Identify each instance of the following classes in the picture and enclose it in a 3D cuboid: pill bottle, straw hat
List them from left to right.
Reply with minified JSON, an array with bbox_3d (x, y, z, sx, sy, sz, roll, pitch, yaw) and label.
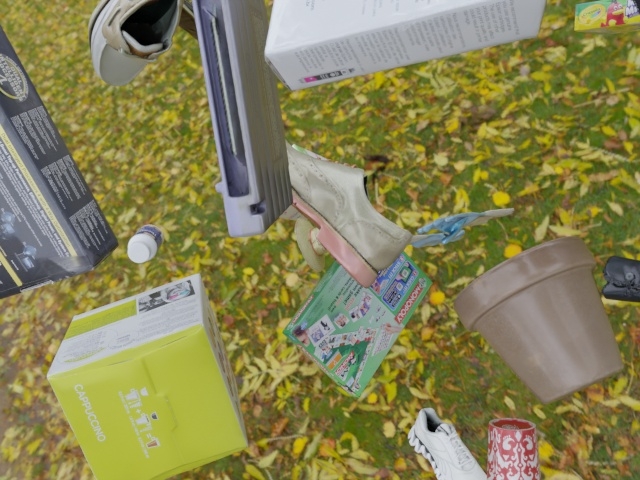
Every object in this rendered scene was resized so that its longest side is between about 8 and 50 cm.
[{"bbox_3d":[-0.415,0.010,1.367,0.067,0.067,0.120,-33,17,8],"label":"pill bottle"},{"bbox_3d":[0.000,0.000,1.439,0.061,0.144,0.144,-23,47,25],"label":"straw hat"}]

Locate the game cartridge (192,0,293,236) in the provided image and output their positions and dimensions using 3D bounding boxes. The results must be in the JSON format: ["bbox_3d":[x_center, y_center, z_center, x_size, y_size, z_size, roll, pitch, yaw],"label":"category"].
[{"bbox_3d":[-0.102,-0.200,0.769,0.068,0.355,0.230,-7,12,4],"label":"game cartridge"}]

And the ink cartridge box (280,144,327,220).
[{"bbox_3d":[-0.053,-0.169,1.860,0.207,0.353,0.119,-38,74,18],"label":"ink cartridge box"}]

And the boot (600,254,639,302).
[{"bbox_3d":[0.894,0.063,1.591,0.207,0.094,0.246,17,96,55],"label":"boot"}]

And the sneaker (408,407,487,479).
[{"bbox_3d":[0.346,0.568,1.545,0.292,0.110,0.118,38,127,48],"label":"sneaker"}]

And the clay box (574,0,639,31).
[{"bbox_3d":[0.577,-0.397,1.000,0.127,0.053,0.222,-13,16,-39],"label":"clay box"}]

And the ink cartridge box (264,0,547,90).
[{"bbox_3d":[0.119,-0.320,0.558,0.330,0.071,0.324,-4,65,24],"label":"ink cartridge box"}]

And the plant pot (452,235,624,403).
[{"bbox_3d":[0.401,0.156,1.027,0.263,0.263,0.229,-29,65,12],"label":"plant pot"}]

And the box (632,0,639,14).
[{"bbox_3d":[0.474,-0.399,0.606,0.343,0.179,0.313,-9,69,-15],"label":"box"}]

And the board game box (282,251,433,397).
[{"bbox_3d":[0.089,0.140,1.237,0.317,0.213,0.046,-52,21,-24],"label":"board game box"}]

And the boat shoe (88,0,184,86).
[{"bbox_3d":[-0.310,-0.352,0.964,0.302,0.113,0.103,-43,58,47],"label":"boat shoe"}]

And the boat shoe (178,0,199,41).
[{"bbox_3d":[-0.237,-0.417,1.074,0.056,0.152,0.049,9,79,24],"label":"boat shoe"}]

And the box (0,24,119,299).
[{"bbox_3d":[-0.512,-0.101,0.783,0.318,0.395,0.097,-17,22,16],"label":"box"}]

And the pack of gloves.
[{"bbox_3d":[0.254,-0.004,1.173,0.195,0.232,0.046,-33,70,50],"label":"pack of gloves"}]

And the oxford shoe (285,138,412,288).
[{"bbox_3d":[0.010,-0.100,1.094,0.146,0.140,0.397,-41,77,4],"label":"oxford shoe"}]

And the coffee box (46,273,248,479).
[{"bbox_3d":[-0.394,0.331,1.384,0.338,0.338,0.334,-18,19,-8],"label":"coffee box"}]

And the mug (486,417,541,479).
[{"bbox_3d":[0.376,0.450,1.166,0.150,0.113,0.169,175,94,-68],"label":"mug"}]
